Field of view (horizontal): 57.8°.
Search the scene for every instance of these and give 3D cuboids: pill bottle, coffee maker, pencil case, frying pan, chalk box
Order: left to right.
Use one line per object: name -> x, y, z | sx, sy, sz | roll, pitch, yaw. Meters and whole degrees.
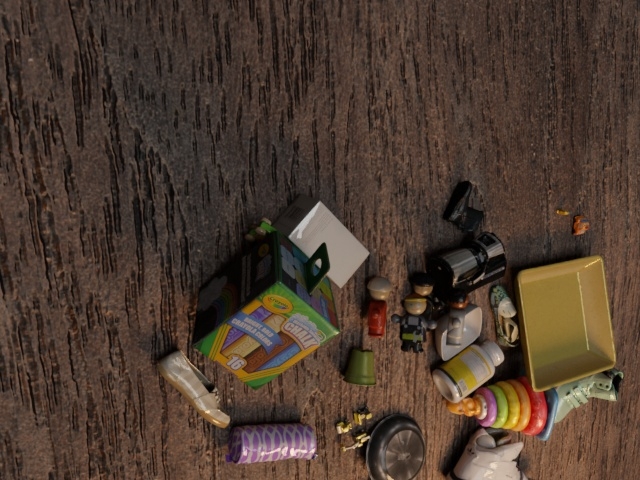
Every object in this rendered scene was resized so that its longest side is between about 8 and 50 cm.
pencil case -> -0.110, 0.470, 1.340 | 0.205, 0.086, 0.088 | 10, 126, -27
chalk box -> -0.084, 0.120, 1.145 | 0.288, 0.180, 0.179 | -36, 120, 17
frying pan -> 0.180, 0.614, 1.501 | 0.197, 0.053, 0.326 | 33, 70, -26
coffee maker -> 0.369, 0.077, 1.478 | 0.178, 0.120, 0.171 | -22, 152, -20
pill bottle -> 0.398, 0.344, 1.553 | 0.184, 0.103, 0.103 | -31, 115, -18

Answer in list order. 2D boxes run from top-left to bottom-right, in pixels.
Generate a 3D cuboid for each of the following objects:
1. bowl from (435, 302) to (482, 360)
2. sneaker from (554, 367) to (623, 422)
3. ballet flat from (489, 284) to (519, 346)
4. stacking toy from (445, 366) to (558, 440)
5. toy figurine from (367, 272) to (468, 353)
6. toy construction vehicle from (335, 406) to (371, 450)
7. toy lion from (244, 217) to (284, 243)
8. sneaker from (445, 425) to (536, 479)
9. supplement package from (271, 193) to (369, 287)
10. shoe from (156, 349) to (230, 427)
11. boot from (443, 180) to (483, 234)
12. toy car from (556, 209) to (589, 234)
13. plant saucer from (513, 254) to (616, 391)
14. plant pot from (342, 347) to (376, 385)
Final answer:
bowl -> 0.353, 0.231, 1.515 | 0.141, 0.053, 0.142 | -31, 135, -17
sneaker -> 0.807, 0.471, 1.768 | 0.094, 0.151, 0.256 | 42, 84, -30
ballet flat -> 0.517, 0.213, 1.604 | 0.070, 0.070, 0.189 | -26, 113, -19
stacking toy -> 0.488, 0.461, 1.616 | 0.301, 0.175, 0.166 | 2, 108, -15
toy figurine -> 0.228, 0.162, 1.361 | 0.212, 0.209, 0.148 | 0, 97, -28
toy construction vehicle -> 0.091, 0.480, 1.469 | 0.098, 0.035, 0.086 | -16, 109, -23
toy lion -> -0.104, 0.000, 1.215 | 0.096, 0.100, 0.034 | 34, 65, -16
sneaker -> 0.547, 0.661, 1.689 | 0.365, 0.137, 0.210 | 19, 97, -26
supplement package -> 0.000, 0.000, 1.262 | 0.105, 0.105, 0.179 | -50, 118, -8
shoe -> -0.255, 0.316, 1.227 | 0.058, 0.076, 0.219 | -40, 115, -7
boot -> 0.373, -0.081, 1.467 | 0.099, 0.045, 0.121 | 23, 99, -27
toy car -> 0.723, -0.048, 1.657 | 0.121, 0.040, 0.060 | 11, 97, -29
plant saucer -> 0.678, 0.225, 1.648 | 0.332, 0.081, 0.333 | -8, 92, -25
plant pot -> 0.099, 0.305, 1.412 | 0.083, 0.083, 0.079 | 7, 86, -28
